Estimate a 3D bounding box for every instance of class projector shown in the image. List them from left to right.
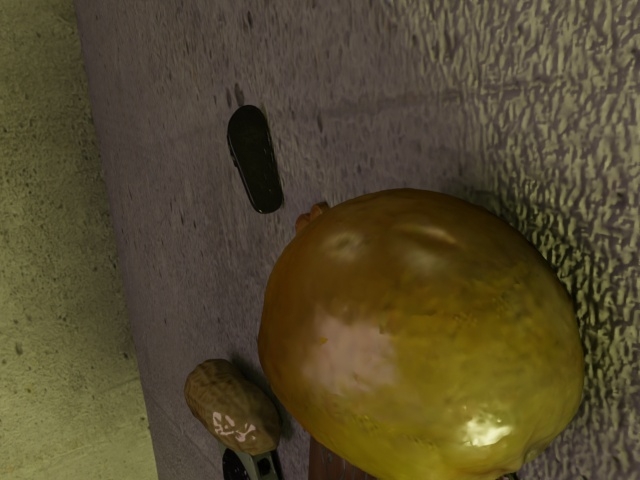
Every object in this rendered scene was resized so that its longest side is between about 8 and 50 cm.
[{"bbox_3d":[-0.157,0.579,1.368,0.259,0.079,0.257,-16,89,63],"label":"projector"}]

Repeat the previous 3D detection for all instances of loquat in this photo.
[{"bbox_3d":[0.080,0.094,0.557,0.284,0.276,0.276,51,143,34],"label":"loquat"}]

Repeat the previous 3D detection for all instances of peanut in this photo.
[{"bbox_3d":[-0.190,0.352,1.272,0.325,0.140,0.153,21,139,51],"label":"peanut"}]

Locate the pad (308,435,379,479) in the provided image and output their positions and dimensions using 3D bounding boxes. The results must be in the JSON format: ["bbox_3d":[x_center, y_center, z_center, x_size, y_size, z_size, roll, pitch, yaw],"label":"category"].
[{"bbox_3d":[0.057,0.352,0.897,0.284,0.018,0.287,18,107,57],"label":"pad"}]

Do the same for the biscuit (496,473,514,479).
[{"bbox_3d":[0.228,0.363,0.649,0.231,0.016,0.139,60,148,27],"label":"biscuit"}]

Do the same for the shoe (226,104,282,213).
[{"bbox_3d":[-0.114,-0.130,0.996,0.049,0.071,0.179,-2,104,65],"label":"shoe"}]

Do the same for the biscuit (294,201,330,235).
[{"bbox_3d":[-0.001,0.000,0.895,0.140,0.023,0.118,31,129,53],"label":"biscuit"}]
